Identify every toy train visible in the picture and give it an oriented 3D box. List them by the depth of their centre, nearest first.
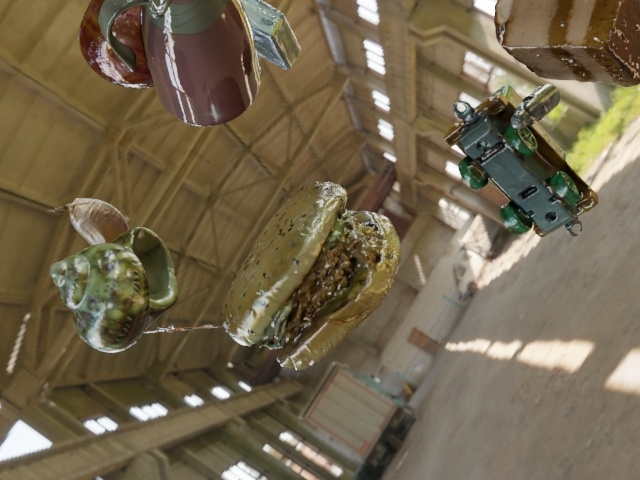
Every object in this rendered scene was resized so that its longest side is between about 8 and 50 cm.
[{"bbox_3d":[0.461,-0.185,1.781,0.178,0.429,0.249,-37,17,37],"label":"toy train"}]

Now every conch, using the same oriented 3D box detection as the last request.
[{"bbox_3d":[-0.278,0.060,1.048,0.181,0.124,0.187,76,-170,-59],"label":"conch"}]

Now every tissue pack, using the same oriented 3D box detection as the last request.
[{"bbox_3d":[-0.156,-0.525,1.905,0.081,0.185,0.257,-60,-9,0],"label":"tissue pack"}]

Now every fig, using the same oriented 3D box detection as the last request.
[{"bbox_3d":[-0.253,-0.300,1.177,0.175,0.207,0.175,-57,1,2],"label":"fig"}]

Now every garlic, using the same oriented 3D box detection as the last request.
[{"bbox_3d":[-0.553,-0.040,1.890,0.090,0.198,0.129,-21,27,39],"label":"garlic"}]

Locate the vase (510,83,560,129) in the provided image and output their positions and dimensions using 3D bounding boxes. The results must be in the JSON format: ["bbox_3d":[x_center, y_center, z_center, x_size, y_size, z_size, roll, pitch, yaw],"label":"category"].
[{"bbox_3d":[0.448,-0.278,1.632,0.211,0.060,0.060,-36,-23,-49],"label":"vase"}]

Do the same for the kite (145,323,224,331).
[{"bbox_3d":[-0.294,0.167,1.460,0.183,0.241,0.014,117,147,-80],"label":"kite"}]

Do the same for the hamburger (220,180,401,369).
[{"bbox_3d":[-0.013,0.054,1.292,0.318,0.195,0.277,-59,11,-15],"label":"hamburger"}]

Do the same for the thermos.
[{"bbox_3d":[-0.165,-0.254,0.934,0.176,0.146,0.265,-28,-15,-7],"label":"thermos"}]

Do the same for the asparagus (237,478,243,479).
[{"bbox_3d":[-0.092,0.562,1.397,0.080,0.287,0.080,-21,2,1],"label":"asparagus"}]

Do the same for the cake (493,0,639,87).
[{"bbox_3d":[0.476,-0.411,1.481,0.198,0.293,0.196,17,-94,-48],"label":"cake"}]
